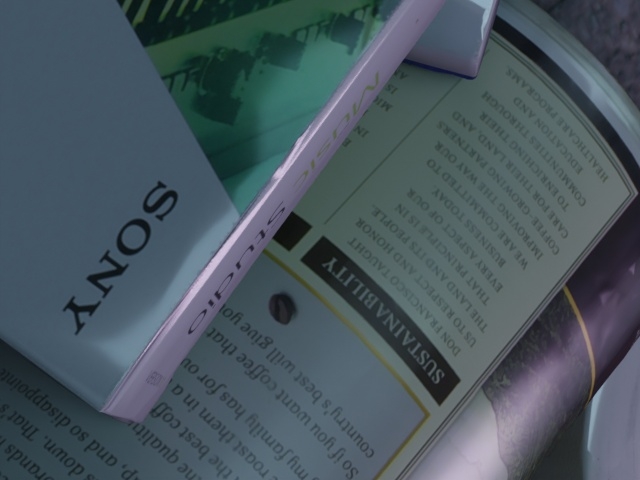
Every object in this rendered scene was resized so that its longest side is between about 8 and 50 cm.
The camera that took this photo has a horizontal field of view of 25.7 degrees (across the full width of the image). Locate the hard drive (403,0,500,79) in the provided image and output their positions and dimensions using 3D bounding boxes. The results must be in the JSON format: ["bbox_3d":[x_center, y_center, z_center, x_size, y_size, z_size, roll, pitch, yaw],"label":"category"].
[{"bbox_3d":[-0.074,-0.195,0.450,0.318,0.040,0.210,16,85,6],"label":"hard drive"}]

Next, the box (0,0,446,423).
[{"bbox_3d":[-0.112,-0.135,0.388,0.322,0.058,0.232,35,83,5],"label":"box"}]

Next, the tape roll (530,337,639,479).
[{"bbox_3d":[0.172,0.064,0.711,0.246,0.169,0.246,-7,103,-30],"label":"tape roll"}]

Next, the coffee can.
[{"bbox_3d":[-0.028,0.053,0.495,0.275,0.201,0.201,-47,119,-22],"label":"coffee can"}]
